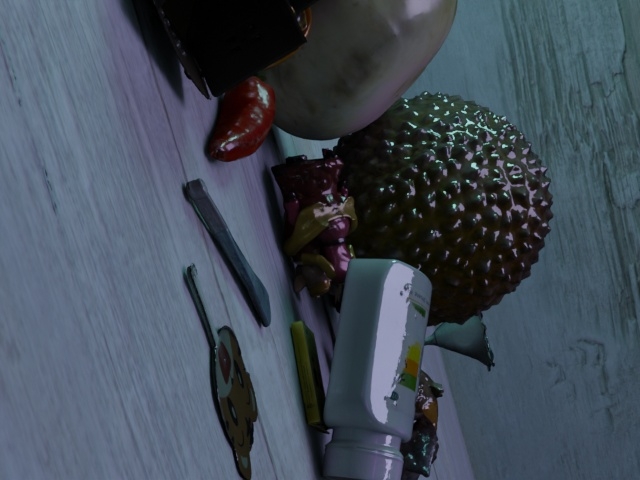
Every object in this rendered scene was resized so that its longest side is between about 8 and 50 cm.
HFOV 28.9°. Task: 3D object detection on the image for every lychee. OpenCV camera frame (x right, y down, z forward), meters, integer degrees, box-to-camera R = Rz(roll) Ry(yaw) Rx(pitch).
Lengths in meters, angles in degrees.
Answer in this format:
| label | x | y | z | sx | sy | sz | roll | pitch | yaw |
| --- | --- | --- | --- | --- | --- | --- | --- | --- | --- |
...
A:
| label | x | y | z | sx | sy | sz | roll | pitch | yaw |
| --- | --- | --- | --- | --- | --- | --- | --- | --- | --- |
| lychee | 0.171 | -0.040 | 1.983 | 0.432 | 0.380 | 0.381 | -14 | 90 | -41 |

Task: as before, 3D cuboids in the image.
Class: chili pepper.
| label | x | y | z | sx | sy | sz | roll | pitch | yaw |
| --- | --- | --- | --- | --- | --- | --- | --- | --- | --- |
| chili pepper | -0.097 | -0.151 | 1.559 | 0.272 | 0.071 | 0.063 | -77 | -169 | -61 |

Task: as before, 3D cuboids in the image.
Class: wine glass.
| label | x | y | z | sx | sy | sz | roll | pitch | yaw |
| --- | --- | --- | --- | --- | --- | --- | --- | --- | --- |
| wine glass | 0.199 | 0.189 | 2.334 | 0.156 | 0.232 | 0.156 | -14 | 90 | -83 |

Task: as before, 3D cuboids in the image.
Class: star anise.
| label | x | y | z | sx | sy | sz | roll | pitch | yaw |
| --- | --- | --- | --- | --- | --- | --- | --- | --- | --- |
| star anise | 0.109 | 0.276 | 1.965 | 0.315 | 0.108 | 0.315 | 165 | -90 | -83 |

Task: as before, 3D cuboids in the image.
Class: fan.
| label | x | y | z | sx | sy | sz | roll | pitch | yaw |
| --- | --- | --- | --- | --- | --- | --- | --- | --- | --- |
| fan | -0.101 | 0.011 | 1.418 | 0.282 | 0.023 | 0.057 | 67 | 14 | -53 |
| fan | -0.100 | 0.124 | 1.275 | 0.152 | 0.008 | 0.227 | -85 | 160 | -62 |

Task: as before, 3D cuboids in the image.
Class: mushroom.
| label | x | y | z | sx | sy | sz | roll | pitch | yaw |
| --- | --- | --- | --- | --- | --- | --- | --- | --- | --- |
| mushroom | 0.043 | -0.329 | 1.826 | 0.353 | 0.325 | 0.353 | 165 | -90 | -85 |

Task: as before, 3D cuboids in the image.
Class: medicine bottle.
| label | x | y | z | sx | sy | sz | roll | pitch | yaw |
| --- | --- | --- | --- | --- | --- | --- | --- | --- | --- |
| medicine bottle | 0.076 | 0.182 | 1.681 | 0.161 | 0.111 | 0.296 | 37 | 60 | -55 |

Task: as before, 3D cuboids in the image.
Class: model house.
| label | x | y | z | sx | sy | sz | roll | pitch | yaw |
| --- | --- | --- | --- | --- | --- | --- | --- | --- | --- |
| model house | -0.116 | -0.332 | 1.366 | 0.243 | 0.204 | 0.211 | 62 | 1 | 30 |

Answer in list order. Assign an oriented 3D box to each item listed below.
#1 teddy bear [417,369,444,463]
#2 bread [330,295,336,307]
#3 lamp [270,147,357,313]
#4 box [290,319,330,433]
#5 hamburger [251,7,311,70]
| label | x | y | z | sx | sy | sz | roll | pitch | yaw |
| --- | --- | --- | --- | --- | --- | --- | --- | --- | --- |
| teddy bear | 0.155 | 0.320 | 2.206 | 0.177 | 0.140 | 0.190 | -86 | 168 | -72 |
| bread | 0.029 | 0.072 | 2.081 | 0.047 | 0.036 | 0.083 | 34 | 40 | -75 |
| lamp | 0.000 | 0.000 | 1.782 | 0.118 | 0.118 | 0.253 | -52 | 131 | -79 |
| box | -0.013 | 0.188 | 1.692 | 0.073 | 0.020 | 0.149 | 57 | 21 | -68 |
| hamburger | -0.087 | -0.282 | 1.524 | 0.115 | 0.162 | 0.162 | 67 | 12 | -51 |
